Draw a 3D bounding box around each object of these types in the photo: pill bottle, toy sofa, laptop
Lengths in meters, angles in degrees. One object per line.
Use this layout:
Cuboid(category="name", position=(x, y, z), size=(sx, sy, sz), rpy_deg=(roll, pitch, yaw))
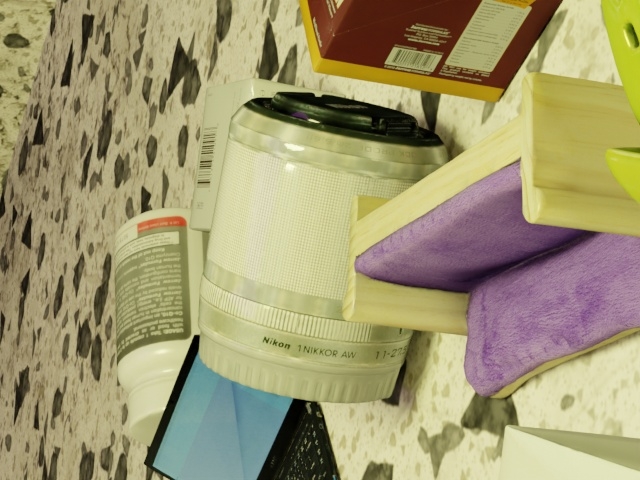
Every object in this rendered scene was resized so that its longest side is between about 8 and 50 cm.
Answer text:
Cuboid(category="pill bottle", position=(-0.184, 0.115, 2.229), size=(0.161, 0.161, 0.283), rpy_deg=(128, 144, -53))
Cuboid(category="toy sofa", position=(0.153, 0.010, 1.405), size=(0.362, 0.150, 0.177), rpy_deg=(147, 128, -63))
Cuboid(category="laptop", position=(-0.092, 0.281, 1.972), size=(0.264, 0.137, 0.234), rpy_deg=(-106, 30, -46))

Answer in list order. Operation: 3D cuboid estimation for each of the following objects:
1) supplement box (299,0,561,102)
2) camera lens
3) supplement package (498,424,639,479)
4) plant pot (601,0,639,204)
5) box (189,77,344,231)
Cuboid(category="supplement box", position=(0.104, -0.248, 1.557), size=(0.194, 0.191, 0.129), rpy_deg=(120, 149, -44))
Cuboid(category="camera lens", position=(0.000, 0.000, 1.706), size=(0.219, 0.219, 0.274), rpy_deg=(-143, 63, -66))
Cuboid(category="supplement package", position=(0.217, 0.243, 1.161), size=(0.194, 0.149, 0.203), rpy_deg=(-170, 88, -69))
Cuboid(category="plant pot", position=(0.298, -0.107, 0.981), size=(0.228, 0.227, 0.207), rpy_deg=(-159, 70, -68))
Cuboid(category="box", position=(-0.066, -0.091, 2.048), size=(0.182, 0.119, 0.181), rpy_deg=(-178, 95, -68))
